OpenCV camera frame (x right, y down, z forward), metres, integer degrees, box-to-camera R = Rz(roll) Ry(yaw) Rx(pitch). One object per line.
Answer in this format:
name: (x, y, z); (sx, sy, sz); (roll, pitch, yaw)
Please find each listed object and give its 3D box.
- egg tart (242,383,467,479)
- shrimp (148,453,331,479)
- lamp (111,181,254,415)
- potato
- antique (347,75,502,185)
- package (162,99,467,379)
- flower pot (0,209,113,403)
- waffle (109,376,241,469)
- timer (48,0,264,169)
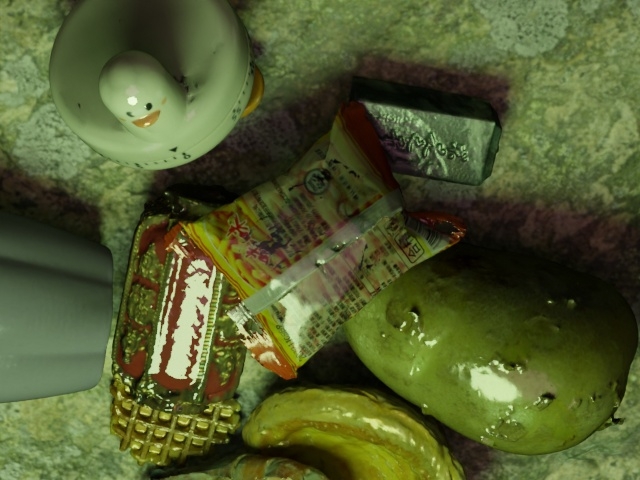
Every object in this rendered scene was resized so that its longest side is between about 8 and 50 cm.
egg tart: (0.060, 0.278, 2.098); (0.319, 0.128, 0.319); (15, 132, 17)
shrimp: (-0.097, 0.337, 2.110); (0.316, 0.062, 0.164); (-4, 127, 30)
lamp: (-0.157, 0.071, 1.998); (0.177, 0.177, 0.274); (11, 102, -5)
potato: (0.197, 0.121, 1.978); (0.359, 0.270, 0.219); (15, 119, -2)
antique: (0.121, -0.128, 1.965); (0.183, 0.086, 0.088); (9, 114, -4)
package: (-0.005, -0.005, 1.877); (0.288, 0.108, 0.223); (-40, 95, -5)
flower pot: (-0.381, 0.086, 1.982); (0.243, 0.265, 0.265); (8, 114, -18)
waffle: (-0.190, 0.215, 2.138); (0.191, 0.038, 0.191); (0, 113, -1)
timer: (-0.194, -0.198, 1.843); (0.233, 0.234, 0.240); (-22, 156, 9)
